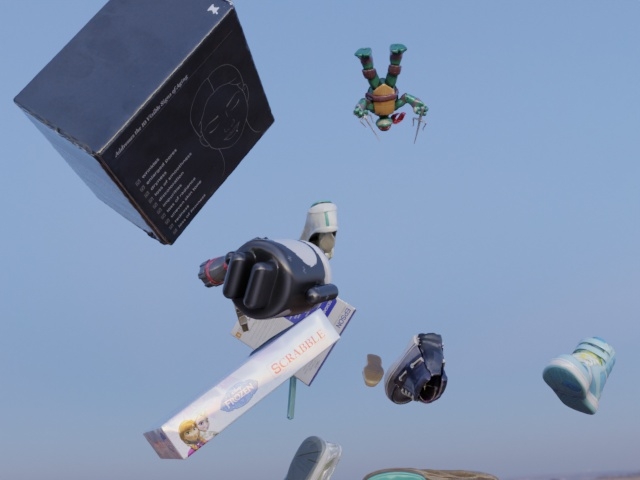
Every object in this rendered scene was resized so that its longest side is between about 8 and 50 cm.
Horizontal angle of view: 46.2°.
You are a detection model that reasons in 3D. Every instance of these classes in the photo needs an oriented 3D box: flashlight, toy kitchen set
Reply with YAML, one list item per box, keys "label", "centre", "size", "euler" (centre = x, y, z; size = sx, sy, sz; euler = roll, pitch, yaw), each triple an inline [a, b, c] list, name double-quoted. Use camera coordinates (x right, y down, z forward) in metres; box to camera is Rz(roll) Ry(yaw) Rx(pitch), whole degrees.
- label: "flashlight"
  centre: [-0.297, 0.077, 2.556]
  size: [0.103, 0.103, 0.304]
  euler: [-2, -15, -44]
- label: "toy kitchen set"
  centre: [-0.178, 0.171, 1.892]
  size: [0.075, 0.083, 0.068]
  euler: [-17, -42, -6]

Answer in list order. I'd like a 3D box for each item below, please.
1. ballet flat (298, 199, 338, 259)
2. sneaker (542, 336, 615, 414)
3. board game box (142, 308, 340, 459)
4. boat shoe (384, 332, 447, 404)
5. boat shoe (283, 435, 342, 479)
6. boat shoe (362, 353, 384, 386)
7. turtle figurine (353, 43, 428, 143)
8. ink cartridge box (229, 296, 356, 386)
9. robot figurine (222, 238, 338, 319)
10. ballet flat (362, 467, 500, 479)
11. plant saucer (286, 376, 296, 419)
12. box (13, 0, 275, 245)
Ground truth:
- label: "ballet flat"
  centre: [0.000, 0.000, 2.593]
  size: [0.139, 0.139, 0.400]
  euler: [-1, -23, -5]
- label: "sneaker"
  centre: [0.715, 0.330, 2.056]
  size: [0.127, 0.208, 0.319]
  euler: [17, -20, 35]
- label: "board game box"
  centre: [-0.148, 0.259, 1.310]
  size: [0.319, 0.066, 0.318]
  euler: [-35, -2, -23]
- label: "boat shoe"
  centre: [0.273, 0.424, 2.187]
  size: [0.127, 0.158, 0.340]
  euler: [5, -43, -9]
- label: "boat shoe"
  centre: [-0.054, 0.658, 1.932]
  size: [0.103, 0.320, 0.118]
  euler: [29, -2, -39]
- label: "boat shoe"
  centre: [0.154, 0.399, 2.230]
  size: [0.063, 0.059, 0.170]
  euler: [14, 18, 4]
- label: "turtle figurine"
  centre: [0.147, -0.327, 1.723]
  size: [0.175, 0.234, 0.118]
  euler: [-16, 29, -14]
- label: "ink cartridge box"
  centre: [-0.085, 0.250, 2.355]
  size: [0.307, 0.303, 0.072]
  euler: [32, 14, 5]
- label: "robot figurine"
  centre: [-0.089, 0.078, 1.615]
  size: [0.173, 0.209, 0.278]
  euler: [-37, -18, 25]
- label: "ballet flat"
  centre: [0.267, 0.594, 1.809]
  size: [0.342, 0.116, 0.124]
  euler: [-3, -1, 4]
- label: "plant saucer"
  centre: [-0.091, 0.486, 2.447]
  size: [0.018, 0.192, 0.067]
  euler: [4, -8, -9]
- label: "box"
  centre: [-0.403, -0.323, 1.873]
  size: [0.297, 0.480, 0.472]
  euler: [32, -16, 19]
